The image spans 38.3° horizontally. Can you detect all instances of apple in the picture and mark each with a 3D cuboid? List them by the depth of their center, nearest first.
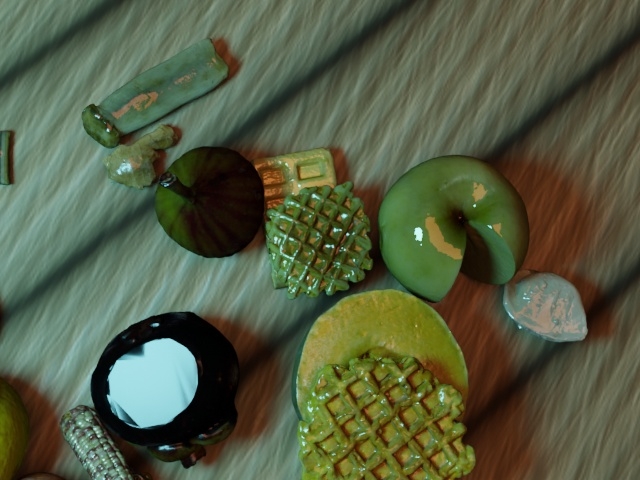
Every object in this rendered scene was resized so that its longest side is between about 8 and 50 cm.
[{"bbox_3d":[0.251,-0.016,1.767,0.292,0.254,0.292,2,78,-9],"label":"apple"}]

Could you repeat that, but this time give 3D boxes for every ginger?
[{"bbox_3d":[-0.343,-0.160,1.815,0.165,0.067,0.096,-35,86,-16],"label":"ginger"}]

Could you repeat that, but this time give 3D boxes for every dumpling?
[{"bbox_3d":[0.444,0.135,1.845,0.150,0.092,0.176,-24,83,-13],"label":"dumpling"}]

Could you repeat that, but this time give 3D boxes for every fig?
[{"bbox_3d":[-0.228,-0.075,1.685,0.217,0.321,0.217,0,89,14],"label":"fig"}]

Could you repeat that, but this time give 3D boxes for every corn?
[{"bbox_3d":[-0.394,0.391,1.656,0.079,0.079,0.237,-37,50,-12],"label":"corn"}]

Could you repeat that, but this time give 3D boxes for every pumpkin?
[{"bbox_3d":[0.093,0.260,1.741,0.332,0.199,0.332,1,87,-12],"label":"pumpkin"}]

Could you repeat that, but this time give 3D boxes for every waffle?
[{"bbox_3d":[0.117,0.349,1.607,0.325,0.068,0.302,10,83,-13],"label":"waffle"},{"bbox_3d":[0.000,0.000,1.775,0.208,0.054,0.214,-17,88,-13],"label":"waffle"},{"bbox_3d":[-0.037,-0.048,1.836,0.168,0.057,0.274,-9,81,-9],"label":"waffle"}]

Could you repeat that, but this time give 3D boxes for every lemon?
[{"bbox_3d":[-0.631,0.338,1.572,0.258,0.310,0.258,-1,95,-16],"label":"lemon"}]

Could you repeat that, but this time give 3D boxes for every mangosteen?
[{"bbox_3d":[-0.270,0.273,1.661,0.287,0.233,0.287,0,82,-1],"label":"mangosteen"}]

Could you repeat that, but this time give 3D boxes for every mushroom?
[{"bbox_3d":[-0.327,-0.291,1.835,0.312,0.081,0.100,-34,93,-16],"label":"mushroom"}]

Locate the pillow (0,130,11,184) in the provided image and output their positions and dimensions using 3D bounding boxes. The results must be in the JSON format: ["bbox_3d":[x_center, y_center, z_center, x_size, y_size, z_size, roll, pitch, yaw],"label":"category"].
[{"bbox_3d":[-0.704,-0.159,1.782,0.203,0.038,0.113,-2,81,-7],"label":"pillow"}]

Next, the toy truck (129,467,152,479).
[{"bbox_3d":[-0.338,0.518,1.685,0.116,0.085,0.191,-28,81,-3],"label":"toy truck"}]

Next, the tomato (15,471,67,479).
[{"bbox_3d":[-0.493,0.515,1.605,0.184,0.208,0.208,39,78,-4],"label":"tomato"}]
